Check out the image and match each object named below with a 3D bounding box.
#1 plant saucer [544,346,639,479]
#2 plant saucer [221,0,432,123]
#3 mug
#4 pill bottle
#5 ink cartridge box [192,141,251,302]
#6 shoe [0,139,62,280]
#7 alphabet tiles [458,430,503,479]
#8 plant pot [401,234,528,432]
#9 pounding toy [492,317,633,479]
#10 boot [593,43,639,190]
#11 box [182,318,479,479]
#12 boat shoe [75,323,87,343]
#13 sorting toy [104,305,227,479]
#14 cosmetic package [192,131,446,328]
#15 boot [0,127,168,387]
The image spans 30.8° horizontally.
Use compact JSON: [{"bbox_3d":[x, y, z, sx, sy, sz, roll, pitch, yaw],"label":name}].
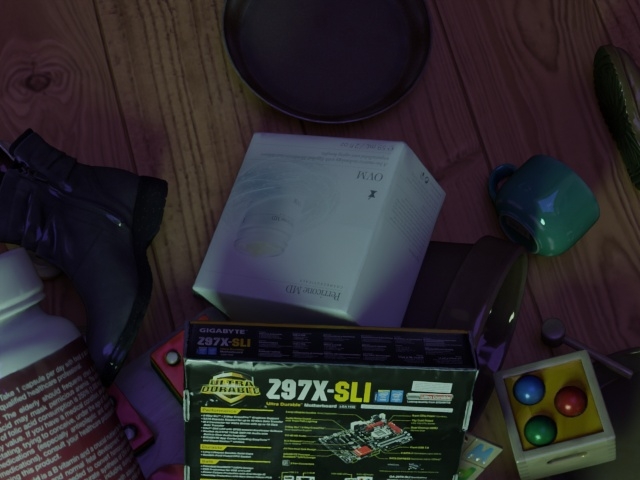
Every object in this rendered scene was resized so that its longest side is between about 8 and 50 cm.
[{"bbox_3d":[0.422,0.267,1.504,0.278,0.041,0.278,-16,51,21],"label":"plant saucer"},{"bbox_3d":[0.009,-0.306,1.712,0.310,0.050,0.310,2,72,-6],"label":"plant saucer"},{"bbox_3d":[0.301,-0.041,1.626,0.097,0.158,0.129,-44,105,-15],"label":"mug"},{"bbox_3d":[-0.342,0.222,1.315,0.224,0.224,0.392,-24,94,-13],"label":"pill bottle"},{"bbox_3d":[-0.061,-0.005,1.580,0.160,0.092,0.219,19,71,0],"label":"ink cartridge box"},{"bbox_3d":[-0.409,-0.045,1.573,0.076,0.058,0.219,-25,76,-14],"label":"shoe"},{"bbox_3d":[0.072,0.274,1.431,0.237,0.198,0.009,24,33,-18],"label":"alphabet tiles"},{"bbox_3d":[0.120,0.101,1.507,0.229,0.263,0.263,17,70,18],"label":"plant pot"},{"bbox_3d":[0.320,0.184,1.513,0.181,0.094,0.206,-15,58,7],"label":"pounding toy"},{"bbox_3d":[0.560,-0.205,1.726,0.269,0.089,0.236,-16,85,-11],"label":"boot"},{"bbox_3d":[0.004,0.214,1.332,0.322,0.257,0.079,2,34,-3],"label":"box"},{"bbox_3d":[-0.398,0.177,1.483,0.285,0.089,0.104,-21,75,-12],"label":"boat shoe"},{"bbox_3d":[-0.164,0.248,1.487,0.257,0.089,0.255,-36,79,-16],"label":"sorting toy"},{"bbox_3d":[0.000,0.000,1.412,0.224,0.138,0.225,7,68,33],"label":"cosmetic package"},{"bbox_3d":[-0.329,0.022,1.479,0.222,0.118,0.338,18,44,-18],"label":"boot"}]
